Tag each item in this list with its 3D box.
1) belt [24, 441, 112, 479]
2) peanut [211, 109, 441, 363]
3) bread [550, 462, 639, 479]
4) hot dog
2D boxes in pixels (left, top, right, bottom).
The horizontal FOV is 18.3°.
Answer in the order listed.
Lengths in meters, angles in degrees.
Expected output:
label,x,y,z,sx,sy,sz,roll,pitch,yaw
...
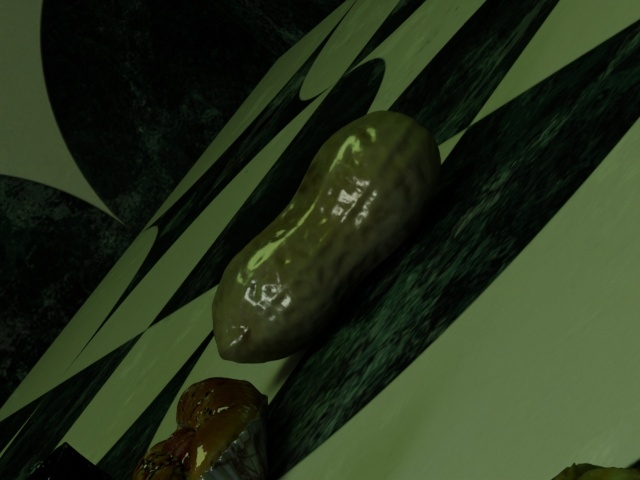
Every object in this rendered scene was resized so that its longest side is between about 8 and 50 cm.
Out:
label,x,y,z,sx,sy,sz,roll,pitch,yaw
belt,-0.301,0.298,2.091,0.198,0.078,0.151,-46,11,28
peanut,0.000,0.000,1.765,0.274,0.111,0.125,-48,5,8
bread,0.017,0.227,0.849,0.367,0.077,0.084,-47,10,17
hot dog,-0.096,0.176,1.615,0.144,0.075,0.268,-53,7,-4
